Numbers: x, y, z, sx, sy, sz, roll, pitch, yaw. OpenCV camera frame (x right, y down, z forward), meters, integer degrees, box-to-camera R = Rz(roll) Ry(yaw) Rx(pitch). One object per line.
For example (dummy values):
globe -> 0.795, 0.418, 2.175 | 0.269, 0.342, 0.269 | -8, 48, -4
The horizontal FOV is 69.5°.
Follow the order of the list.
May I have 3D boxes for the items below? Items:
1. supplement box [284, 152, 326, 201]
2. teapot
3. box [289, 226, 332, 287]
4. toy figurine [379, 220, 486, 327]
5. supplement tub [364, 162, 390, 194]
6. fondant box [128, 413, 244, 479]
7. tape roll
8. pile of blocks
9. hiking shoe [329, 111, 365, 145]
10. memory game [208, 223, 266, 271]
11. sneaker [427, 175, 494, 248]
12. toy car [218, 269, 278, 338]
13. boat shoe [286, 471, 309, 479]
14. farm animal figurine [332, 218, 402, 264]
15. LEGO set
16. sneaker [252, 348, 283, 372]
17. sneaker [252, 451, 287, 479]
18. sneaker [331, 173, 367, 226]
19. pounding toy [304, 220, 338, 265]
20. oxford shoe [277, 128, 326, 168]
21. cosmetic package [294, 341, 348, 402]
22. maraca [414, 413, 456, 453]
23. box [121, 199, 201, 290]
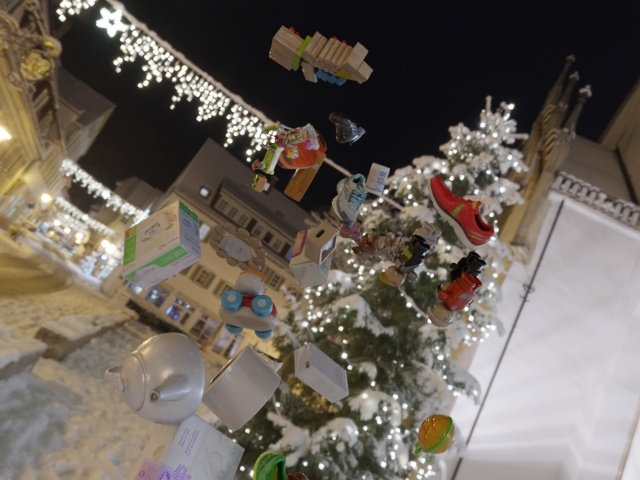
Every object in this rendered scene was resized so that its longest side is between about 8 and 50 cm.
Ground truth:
supplement box -> -0.068, -0.285, 1.978 | 0.080, 0.233, 0.078 | 28, 1, -12
teapot -> -0.438, 0.362, 1.203 | 0.187, 0.256, 0.252 | 3, 42, -42
box -> -0.038, 0.073, 2.046 | 0.127, 0.232, 0.148 | -12, -53, 20
toy figurine -> 0.262, 0.076, 1.076 | 0.210, 0.213, 0.148 | 36, -62, 7
supplement tub -> 0.212, -0.231, 1.735 | 0.071, 0.107, 0.071 | 17, 12, -4
fondant box -> -0.382, 0.668, 1.353 | 0.096, 0.238, 0.330 | -2, -41, 29
tape roll -> -0.281, 0.510, 1.609 | 0.169, 0.246, 0.246 | 45, -19, -1
pile of blocks -> 0.010, -0.595, 1.484 | 0.362, 0.112, 0.149 | 24, -17, 16
hiking shoe -> 0.106, -0.487, 2.046 | 0.227, 0.114, 0.086 | 15, 28, -48
memory game -> -0.233, 0.021, 1.296 | 0.186, 0.012, 0.186 | 16, -41, 14
sneaker -> 0.463, -0.109, 1.502 | 0.279, 0.107, 0.118 | 51, -48, -2
toy car -> -0.246, 0.201, 1.696 | 0.211, 0.237, 0.219 | 9, -36, 2
boat shoe -> -0.041, 0.710, 1.270 | 0.060, 0.064, 0.178 | 43, -7, -36
farm animal figurine -> 0.240, 0.021, 2.225 | 0.327, 0.172, 0.330 | 8, 19, -17
LEGO set -> -0.141, -0.264, 1.360 | 0.287, 0.132, 0.107 | -32, -23, 34
sneaker -> -0.260, 0.540, 1.994 | 0.107, 0.109, 0.275 | 28, -14, -21
sneaker -> -0.162, 0.834, 1.469 | 0.109, 0.295, 0.124 | 24, -36, -39
sneaker -> 0.125, -0.174, 1.844 | 0.122, 0.283, 0.110 | -31, -55, 31
pounding toy -> 0.000, 0.000, 1.724 | 0.100, 0.141, 0.130 | 33, -32, 18
oxford shoe -> -0.092, -0.320, 1.738 | 0.133, 0.364, 0.129 | -24, -81, 27
cosmetic package -> 0.004, 0.493, 1.712 | 0.231, 0.086, 0.117 | 44, 22, -28
maraca -> 0.340, 0.588, 1.391 | 0.099, 0.127, 0.185 | 41, -36, 8
box -> -0.581, 0.019, 1.695 | 0.127, 0.262, 0.231 | 49, 18, -46
